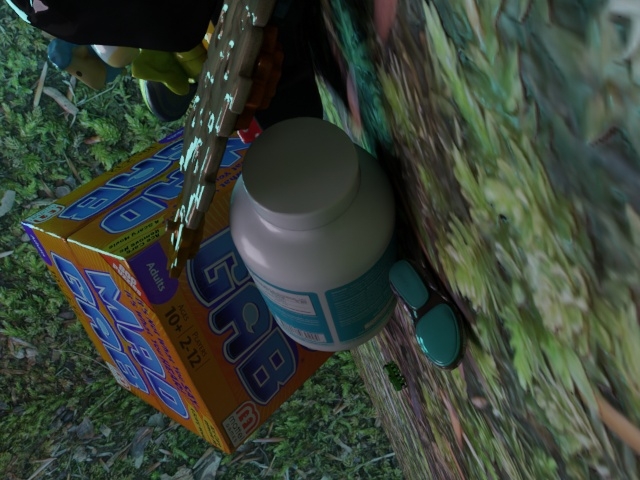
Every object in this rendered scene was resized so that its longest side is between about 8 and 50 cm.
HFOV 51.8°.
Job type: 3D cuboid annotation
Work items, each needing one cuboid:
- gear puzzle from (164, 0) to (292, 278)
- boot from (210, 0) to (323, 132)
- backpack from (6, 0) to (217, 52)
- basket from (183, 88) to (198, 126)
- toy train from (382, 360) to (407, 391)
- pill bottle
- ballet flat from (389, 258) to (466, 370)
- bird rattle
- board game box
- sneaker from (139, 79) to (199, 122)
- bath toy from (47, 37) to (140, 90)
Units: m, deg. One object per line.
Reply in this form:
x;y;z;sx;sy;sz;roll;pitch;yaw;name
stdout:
-0.067;-0.101;0.511;0.175;0.044;0.339;-107;35;-52;gear puzzle
-0.061;-0.240;0.669;0.229;0.091;0.263;-102;1;-54;boot
-0.146;-0.319;0.301;0.356;0.273;0.290;112;158;-57;backpack
-0.148;-0.224;1.414;0.299;0.213;0.223;50;131;42;basket
0.127;0.233;1.135;0.083;0.023;0.017;-121;10;-70;toy train
0.000;0.000;0.619;0.264;0.146;0.146;76;172;-63;pill bottle
0.091;0.059;0.521;0.114;0.041;0.041;-114;4;-47;ballet flat
-0.124;-0.247;0.894;0.253;0.143;0.207;31;135;8;bird rattle
-0.190;0.048;1.095;0.356;0.356;0.356;13;132;45;board game box
-0.193;-0.311;1.042;0.121;0.111;0.300;50;123;33;sneaker
-0.261;-0.372;0.954;0.129;0.348;0.151;16;-134;-44;bath toy
